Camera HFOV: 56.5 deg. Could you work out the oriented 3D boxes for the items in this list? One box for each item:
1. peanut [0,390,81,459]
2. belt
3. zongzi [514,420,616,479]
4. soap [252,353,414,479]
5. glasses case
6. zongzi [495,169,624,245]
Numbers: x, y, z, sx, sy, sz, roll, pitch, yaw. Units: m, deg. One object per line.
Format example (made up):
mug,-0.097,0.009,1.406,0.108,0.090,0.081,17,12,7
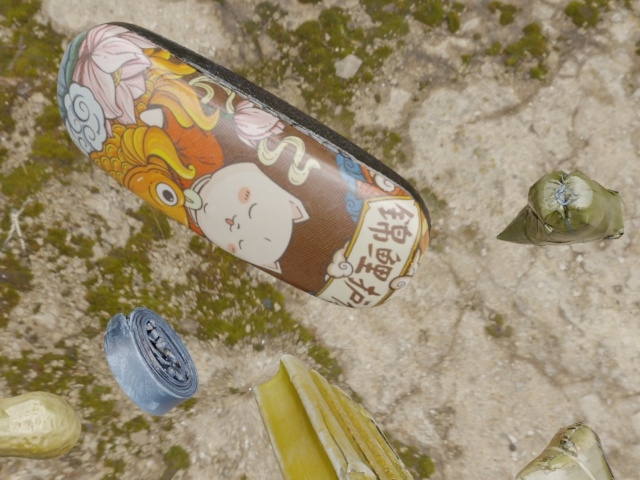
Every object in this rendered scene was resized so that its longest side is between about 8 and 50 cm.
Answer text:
peanut,-0.512,0.302,0.987,0.236,0.120,0.110,26,59,-44
belt,-0.295,0.205,1.040,0.082,0.141,0.190,-34,85,12
zongzi,0.414,0.430,0.995,0.198,0.099,0.194,-22,86,-32
soap,0.026,0.256,0.690,0.173,0.274,0.089,40,92,-24
glasses case,-0.064,-0.057,0.475,0.321,0.122,0.082,30,37,2
zongzi,0.434,-0.049,1.196,0.251,0.275,0.125,16,70,-47
